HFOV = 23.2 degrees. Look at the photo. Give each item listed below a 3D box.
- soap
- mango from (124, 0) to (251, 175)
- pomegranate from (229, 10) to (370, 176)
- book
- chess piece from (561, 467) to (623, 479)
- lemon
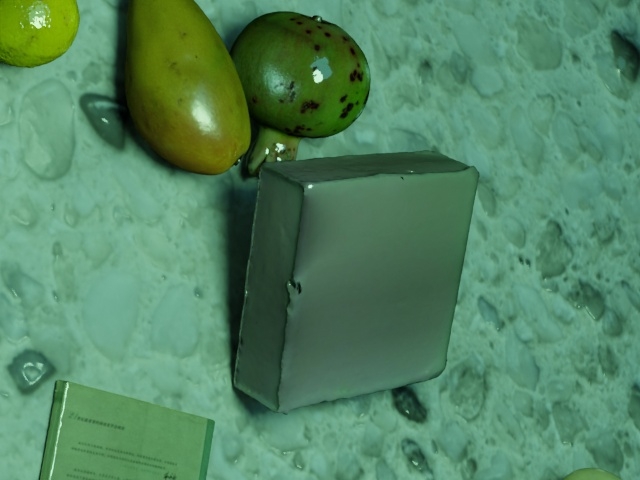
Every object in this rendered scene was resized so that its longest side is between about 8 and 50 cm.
[{"bbox_3d":[0.048,0.045,1.909,0.285,0.107,0.296,-4,112,-38],"label":"soap"},{"bbox_3d":[-0.171,-0.194,1.869,0.138,0.113,0.253,-19,83,-16],"label":"mango"},{"bbox_3d":[-0.043,-0.190,1.951,0.179,0.210,0.179,39,22,-19],"label":"pomegranate"},{"bbox_3d":[-0.227,0.318,1.767,0.215,0.025,0.283,21,68,-33],"label":"book"},{"bbox_3d":[0.451,0.415,2.198,0.299,0.167,0.167,23,66,-24],"label":"chess piece"},{"bbox_3d":[-0.328,-0.250,1.764,0.133,0.109,0.109,-14,89,-46],"label":"lemon"}]
